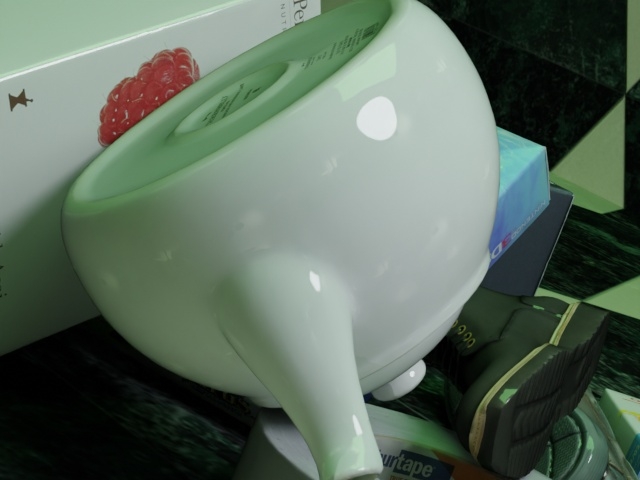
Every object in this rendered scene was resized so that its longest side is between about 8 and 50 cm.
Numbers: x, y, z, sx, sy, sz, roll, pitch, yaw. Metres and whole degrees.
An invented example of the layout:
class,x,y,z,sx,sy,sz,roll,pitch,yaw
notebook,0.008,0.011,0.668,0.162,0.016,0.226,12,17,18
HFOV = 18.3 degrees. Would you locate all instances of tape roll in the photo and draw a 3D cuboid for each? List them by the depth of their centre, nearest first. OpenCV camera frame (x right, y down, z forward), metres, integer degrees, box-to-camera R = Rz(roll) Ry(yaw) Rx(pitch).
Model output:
class,x,y,z,sx,sy,sz,roll,pitch,yaw
tape roll,0.057,0.160,1.058,0.219,0.072,0.219,20,11,-4

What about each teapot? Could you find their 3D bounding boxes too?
class,x,y,z,sx,sy,sz,roll,pitch,yaw
teapot,0.000,0.000,1.057,0.252,0.256,0.187,-5,-59,58

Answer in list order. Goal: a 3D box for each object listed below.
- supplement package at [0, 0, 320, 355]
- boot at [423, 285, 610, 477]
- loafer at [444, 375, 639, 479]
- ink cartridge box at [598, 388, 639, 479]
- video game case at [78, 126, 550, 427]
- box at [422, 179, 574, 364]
class,x,y,z,sx,sy,sz,roll,pitch,yaw
supplement package,-0.161,-0.070,1.194,0.293,0.177,0.175,-23,36,-33
boot,0.076,0.069,1.150,0.137,0.077,0.198,19,16,17
loafer,0.157,0.133,1.402,0.084,0.096,0.267,38,11,-21
ink cartridge box,0.253,0.164,1.447,0.104,0.062,0.181,20,10,-9
video game case,-0.021,-0.010,1.340,0.244,0.061,0.269,27,57,29
box,-0.003,-0.040,1.666,0.296,0.183,0.294,13,15,-36
